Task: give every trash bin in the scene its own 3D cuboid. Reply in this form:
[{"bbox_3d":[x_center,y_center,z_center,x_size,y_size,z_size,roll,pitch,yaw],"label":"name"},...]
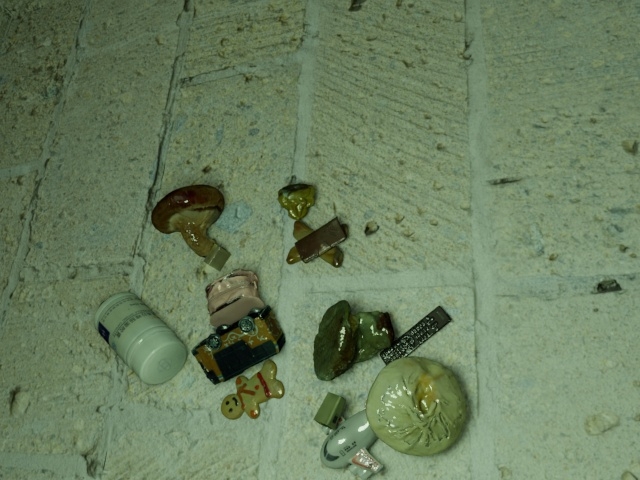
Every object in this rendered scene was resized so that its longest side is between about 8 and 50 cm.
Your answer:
[{"bbox_3d":[0.028,0.494,1.698,0.061,0.043,0.092,4,59,46],"label":"trash bin"}]

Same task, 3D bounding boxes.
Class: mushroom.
[{"bbox_3d":[-0.475,-0.096,2.160,0.254,0.267,0.267,36,86,31],"label":"mushroom"}]

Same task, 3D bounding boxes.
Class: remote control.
[{"bbox_3d":[0.288,0.297,1.781,0.245,0.025,0.063,-39,60,4],"label":"remote control"}]

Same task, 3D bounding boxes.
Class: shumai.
[{"bbox_3d":[0.101,0.325,1.800,0.272,0.203,0.222,-54,24,38],"label":"shumai"}]

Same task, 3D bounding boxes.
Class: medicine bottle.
[{"bbox_3d":[-0.639,0.346,2.073,0.332,0.190,0.190,34,85,31],"label":"medicine bottle"}]

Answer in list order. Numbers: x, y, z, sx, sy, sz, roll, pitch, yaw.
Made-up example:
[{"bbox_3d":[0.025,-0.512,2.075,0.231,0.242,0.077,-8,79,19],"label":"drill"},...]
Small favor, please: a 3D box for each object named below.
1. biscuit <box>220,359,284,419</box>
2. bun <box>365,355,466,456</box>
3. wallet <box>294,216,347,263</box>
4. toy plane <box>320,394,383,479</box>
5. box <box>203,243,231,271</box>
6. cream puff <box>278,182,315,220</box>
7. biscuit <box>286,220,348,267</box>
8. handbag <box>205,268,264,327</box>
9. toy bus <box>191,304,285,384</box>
[{"bbox_3d":[-0.229,0.507,1.918,0.234,0.030,0.153,-32,58,8],"label":"biscuit"},{"bbox_3d":[0.273,0.452,1.594,0.287,0.146,0.287,3,78,-13],"label":"bun"},{"bbox_3d":[0.000,0.000,1.979,0.176,0.026,0.095,-30,63,10],"label":"wallet"},{"bbox_3d":[0.099,0.565,1.698,0.252,0.118,0.252,-10,65,23],"label":"toy plane"},{"bbox_3d":[-0.378,0.061,2.143,0.035,0.079,0.083,28,81,32],"label":"box"},{"bbox_3d":[-0.082,-0.137,2.082,0.146,0.146,0.116,-1,107,23],"label":"cream puff"},{"bbox_3d":[-0.010,0.014,2.020,0.207,0.047,0.164,4,69,25],"label":"biscuit"},{"bbox_3d":[-0.294,0.203,1.995,0.205,0.179,0.116,-29,53,9],"label":"handbag"},{"bbox_3d":[-0.266,0.344,1.918,0.275,0.138,0.167,-27,94,10],"label":"toy bus"}]
